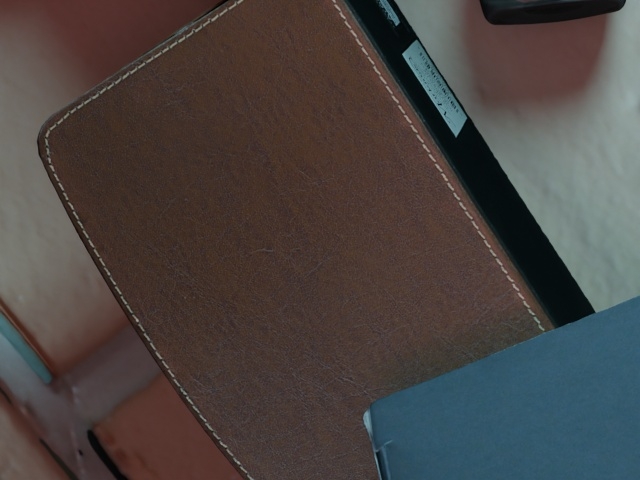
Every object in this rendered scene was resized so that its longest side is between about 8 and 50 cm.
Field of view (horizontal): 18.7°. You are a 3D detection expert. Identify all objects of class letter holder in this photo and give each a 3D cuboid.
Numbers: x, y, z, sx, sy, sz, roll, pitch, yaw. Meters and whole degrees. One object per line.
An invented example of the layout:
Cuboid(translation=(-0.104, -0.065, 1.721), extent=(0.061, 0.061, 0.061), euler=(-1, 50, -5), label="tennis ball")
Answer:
Cuboid(translation=(0.000, 0.000, 1.167), extent=(0.214, 0.152, 0.302), euler=(-32, 97, 14), label="letter holder")

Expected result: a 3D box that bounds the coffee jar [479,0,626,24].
Cuboid(translation=(0.129, -0.220, 1.139), extent=(0.096, 0.079, 0.184), euler=(-6, 102, 8), label="coffee jar")

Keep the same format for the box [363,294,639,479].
Cuboid(translation=(0.209, 0.270, 1.049), extent=(0.212, 0.293, 0.395), euler=(-23, 128, 11), label="box")
